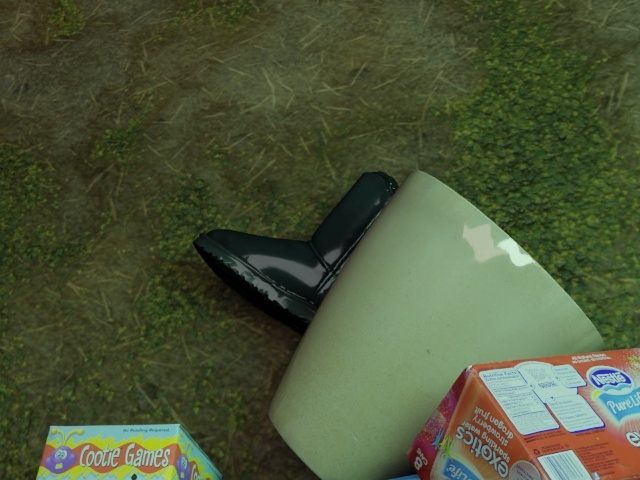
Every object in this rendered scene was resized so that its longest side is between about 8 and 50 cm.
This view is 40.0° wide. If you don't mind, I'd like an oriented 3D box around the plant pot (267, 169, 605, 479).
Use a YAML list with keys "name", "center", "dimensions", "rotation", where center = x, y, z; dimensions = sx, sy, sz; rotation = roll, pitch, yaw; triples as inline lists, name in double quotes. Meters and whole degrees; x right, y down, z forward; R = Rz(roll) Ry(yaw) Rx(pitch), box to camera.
- name: "plant pot"
  center: [0.088, 0.117, 0.872]
  dimensions: [0.274, 0.256, 0.256]
  rotation: [-46, 55, 0]

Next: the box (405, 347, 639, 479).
- name: "box"
  center: [0.222, 0.183, 0.760]
  dimensions: [0.257, 0.122, 0.128]
  rotation: [0, 42, -35]

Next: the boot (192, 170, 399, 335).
- name: "boot"
  center: [0.000, 0.000, 1.047]
  dimensions: [0.247, 0.094, 0.207]
  rotation: [30, 70, 24]

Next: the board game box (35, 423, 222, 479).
- name: "board game box"
  center: [-0.197, 0.329, 0.829]
  dimensions: [0.145, 0.142, 0.275]
  rotation: [-4, 54, 12]

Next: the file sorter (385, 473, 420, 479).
- name: "file sorter"
  center: [0.059, 0.290, 0.808]
  dimensions: [0.170, 0.118, 0.104]
  rotation: [-13, 56, 5]
